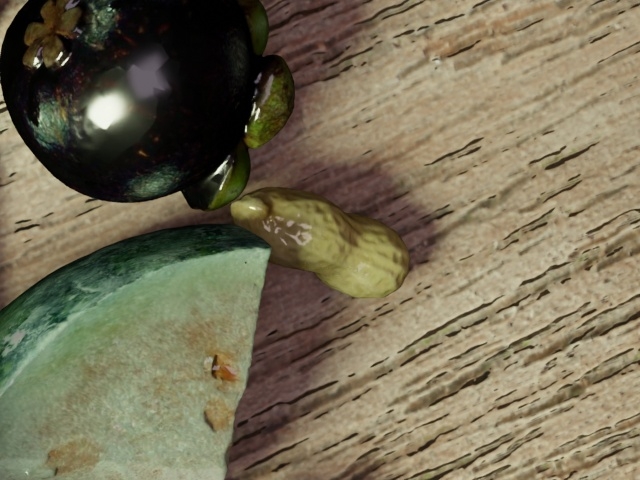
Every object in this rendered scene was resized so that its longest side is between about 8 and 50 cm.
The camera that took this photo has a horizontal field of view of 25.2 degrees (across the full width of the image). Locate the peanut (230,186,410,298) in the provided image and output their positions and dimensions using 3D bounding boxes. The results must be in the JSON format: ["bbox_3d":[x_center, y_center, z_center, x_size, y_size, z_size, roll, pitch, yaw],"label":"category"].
[{"bbox_3d":[0.000,0.000,1.305,0.187,0.082,0.082,22,91,-35],"label":"peanut"}]

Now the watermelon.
[{"bbox_3d":[-0.185,0.155,1.241,0.387,0.228,0.258,-39,103,-12],"label":"watermelon"}]

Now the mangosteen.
[{"bbox_3d":[-0.143,-0.135,1.227,0.243,0.243,0.243,-1,95,-9],"label":"mangosteen"}]
